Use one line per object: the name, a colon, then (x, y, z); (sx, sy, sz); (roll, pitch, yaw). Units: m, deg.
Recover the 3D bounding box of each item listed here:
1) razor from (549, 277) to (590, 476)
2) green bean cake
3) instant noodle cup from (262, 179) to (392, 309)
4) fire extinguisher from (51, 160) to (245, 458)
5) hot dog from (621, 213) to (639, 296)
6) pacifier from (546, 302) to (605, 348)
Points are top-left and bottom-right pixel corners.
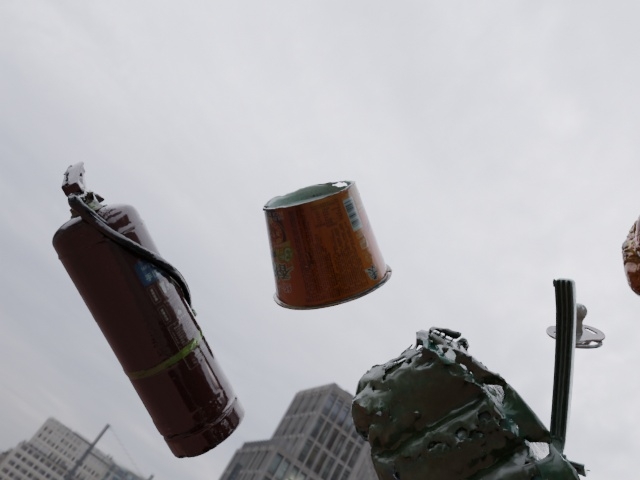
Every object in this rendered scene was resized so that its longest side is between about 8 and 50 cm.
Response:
razor: (0.246, 0.135, 0.582); (0.068, 0.192, 0.037); (3, -4, 39)
green bean cake: (0.141, 0.206, 0.431); (0.241, 0.132, 0.255); (39, 18, -56)
instant noodle cup: (0.000, 0.000, 1.037); (0.230, 0.230, 0.183); (-3, -71, 40)
fire extinguisher: (-0.200, 0.068, 0.639); (0.342, 0.105, 0.141); (65, -12, -11)
hot dog: (0.621, 0.010, 1.000); (0.153, 0.257, 0.150); (25, -25, 28)
pacifier: (0.433, 0.144, 0.953); (0.081, 0.099, 0.078); (-146, -125, -67)
